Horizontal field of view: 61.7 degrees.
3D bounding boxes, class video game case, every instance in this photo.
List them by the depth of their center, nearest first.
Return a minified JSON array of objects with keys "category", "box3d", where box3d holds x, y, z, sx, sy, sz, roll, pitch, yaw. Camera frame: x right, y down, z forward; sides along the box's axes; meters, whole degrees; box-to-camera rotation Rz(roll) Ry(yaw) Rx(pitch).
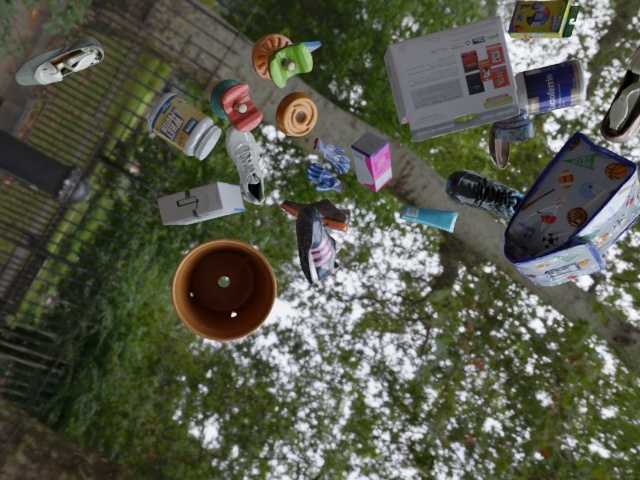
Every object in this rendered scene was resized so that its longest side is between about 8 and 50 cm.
[{"category":"video game case","box3d":[-0.093,-0.514,1.499,0.166,0.015,0.119,-13,-171,47]}]

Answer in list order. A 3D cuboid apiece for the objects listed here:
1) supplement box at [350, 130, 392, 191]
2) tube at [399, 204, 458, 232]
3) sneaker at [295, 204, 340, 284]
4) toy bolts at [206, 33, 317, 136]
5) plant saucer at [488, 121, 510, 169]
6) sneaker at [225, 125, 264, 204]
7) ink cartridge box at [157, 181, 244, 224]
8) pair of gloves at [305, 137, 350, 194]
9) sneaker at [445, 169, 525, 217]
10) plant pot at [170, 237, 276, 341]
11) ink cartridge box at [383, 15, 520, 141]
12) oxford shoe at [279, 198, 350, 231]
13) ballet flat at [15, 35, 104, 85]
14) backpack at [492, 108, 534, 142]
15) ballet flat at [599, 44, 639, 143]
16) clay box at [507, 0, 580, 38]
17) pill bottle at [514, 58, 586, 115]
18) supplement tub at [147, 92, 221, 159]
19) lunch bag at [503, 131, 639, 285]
[{"category":"supplement box","box3d":[0.215,-0.325,2.225,0.111,0.220,0.114,36,-112,31]},{"category":"tube","box3d":[0.399,-0.086,1.975,0.052,0.207,0.080,-90,-168,-70]},{"category":"sneaker","box3d":[0.000,0.000,1.724,0.112,0.131,0.319,52,-25,37]},{"category":"toy bolts","box3d":[-0.138,-0.329,1.204,0.229,0.218,0.158,-32,-139,-16]},{"category":"plant saucer","box3d":[0.672,-0.367,2.020,0.036,0.198,0.198,2,-120,33]},{"category":"sneaker","box3d":[-0.251,-0.261,1.870,0.110,0.292,0.118,-19,-154,-9]},{"category":"ink cartridge box","box3d":[-0.352,-0.107,1.588,0.203,0.085,0.148,-13,179,17]},{"category":"pair of gloves","box3d":[0.026,-0.245,1.812,0.023,0.159,0.198,-22,-134,54]},{"category":"sneaker","box3d":[0.568,-0.155,1.774,0.140,0.341,0.125,16,-86,63]},{"category":"plant pot","box3d":[-0.285,0.132,1.585,0.290,0.291,0.203,-61,-169,-2]},{"category":"ink cartridge box","box3d":[0.360,-0.432,1.483,0.130,0.310,0.271,-71,148,-86]},{"category":"oxford shoe","box3d":[-0.017,-0.112,1.975,0.097,0.272,0.098,180,-74,-72]},{"category":"ballet flat","box3d":[-0.622,-0.422,1.285,0.213,0.068,0.072,-34,157,-15]},{"category":"backpack","box3d":[0.563,-0.334,1.561,0.105,0.084,0.114,-12,-155,8]},{"category":"ballet flat","box3d":[0.764,-0.374,1.271,0.107,0.106,0.315,42,-48,43]},{"category":"clay box","box3d":[0.813,-0.807,1.954,0.222,0.053,0.127,16,-90,38]},{"category":"pill bottle","box3d":[0.744,-0.509,1.817,0.265,0.153,0.153,-9,-135,18]},{"category":"supplement tub","box3d":[-0.437,-0.365,1.727,0.144,0.200,0.144,-56,-176,6]},{"category":"lunch bag","box3d":[0.704,-0.046,1.507,0.385,0.328,0.239,-51,-128,10]}]
